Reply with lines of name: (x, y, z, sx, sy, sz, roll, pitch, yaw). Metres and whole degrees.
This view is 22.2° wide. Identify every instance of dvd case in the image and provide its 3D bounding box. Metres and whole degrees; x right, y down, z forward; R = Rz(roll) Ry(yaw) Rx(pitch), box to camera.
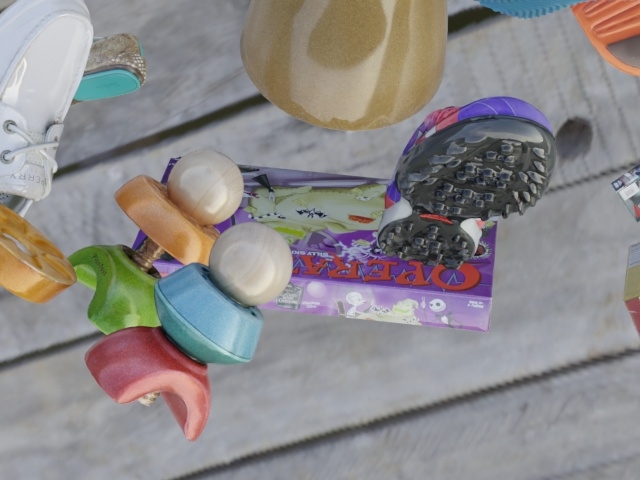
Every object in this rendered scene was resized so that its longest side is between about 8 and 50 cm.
dvd case: (0.315, -0.066, 1.427, 0.119, 0.087, 0.013, -36, 62, 9)

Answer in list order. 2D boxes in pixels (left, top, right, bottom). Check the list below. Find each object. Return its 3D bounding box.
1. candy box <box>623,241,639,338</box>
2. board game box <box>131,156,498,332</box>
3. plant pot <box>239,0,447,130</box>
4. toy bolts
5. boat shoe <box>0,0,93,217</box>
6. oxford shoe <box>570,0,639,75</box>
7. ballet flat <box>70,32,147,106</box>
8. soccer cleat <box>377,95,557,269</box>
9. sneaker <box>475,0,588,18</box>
candy box: (0.367, 0.073, 1.736, 0.053, 0.187, 0.109, -21, 102, 19)
board game box: (0.000, 0.000, 1.606, 0.346, 0.208, 0.056, 6, 126, 4)
plant pot: (0.039, -0.291, 1.765, 0.237, 0.237, 0.254, 20, 143, 7)
toy bolts: (-0.126, 0.007, 1.191, 0.158, 0.228, 0.218, -50, 135, 7)
boat shoe: (-0.244, -0.063, 1.269, 0.096, 0.098, 0.277, 43, 110, 37)
oxford shoe: (0.247, -0.333, 1.599, 0.130, 0.133, 0.364, -24, 112, 22)
ballet flat: (-0.275, -0.178, 1.743, 0.206, 0.067, 0.073, -8, 147, 19)
soccer cleat: (0.111, -0.069, 1.277, 0.108, 0.318, 0.116, 12, 74, -4)
sneaker: (0.200, -0.226, 1.188, 0.228, 0.087, 0.092, 1, 72, 48)
